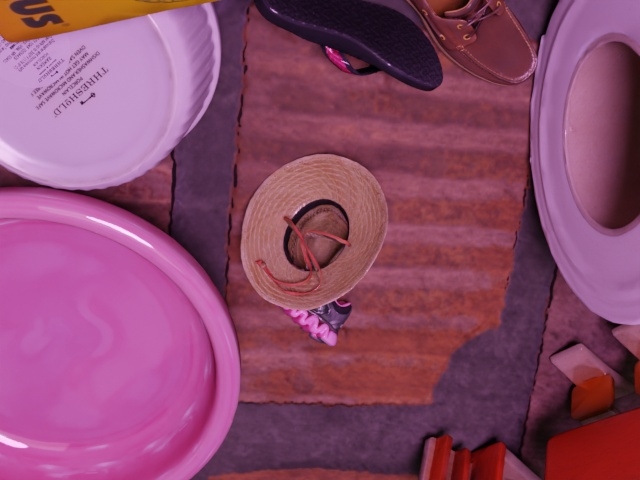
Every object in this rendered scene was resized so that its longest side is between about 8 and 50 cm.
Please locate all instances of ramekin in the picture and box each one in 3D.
[{"bbox_3d":[-0.181,-0.135,0.563,0.207,0.109,0.207,-1,121,-1],"label":"ramekin"}]

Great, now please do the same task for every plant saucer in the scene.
[{"bbox_3d":[-0.235,0.099,0.663,0.332,0.084,0.332,-1,116,-3],"label":"plant saucer"}]

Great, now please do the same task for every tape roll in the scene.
[{"bbox_3d":[0.259,-0.081,0.567,0.100,0.286,0.286,-4,111,-7],"label":"tape roll"}]

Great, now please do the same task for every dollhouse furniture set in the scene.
[{"bbox_3d":[0.230,0.216,0.706,0.135,0.262,0.259,38,133,-17],"label":"dollhouse furniture set"}]

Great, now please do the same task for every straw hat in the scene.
[{"bbox_3d":[0.000,0.000,0.680,0.144,0.144,0.061,-33,152,6],"label":"straw hat"}]

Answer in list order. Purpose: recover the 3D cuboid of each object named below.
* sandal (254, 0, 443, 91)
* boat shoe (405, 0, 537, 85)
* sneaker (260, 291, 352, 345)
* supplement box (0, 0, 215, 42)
[{"bbox_3d":[0.023,-0.169,0.625,0.179,0.067,0.040,17,146,-22],"label":"sandal"},{"bbox_3d":[0.117,-0.191,0.625,0.178,0.060,0.064,40,101,-19],"label":"boat shoe"},{"bbox_3d":[-0.017,0.046,0.714,0.119,0.047,0.057,44,78,-20],"label":"sneaker"},{"bbox_3d":[-0.139,-0.322,0.396,0.195,0.194,0.356,-13,84,-3],"label":"supplement box"}]
